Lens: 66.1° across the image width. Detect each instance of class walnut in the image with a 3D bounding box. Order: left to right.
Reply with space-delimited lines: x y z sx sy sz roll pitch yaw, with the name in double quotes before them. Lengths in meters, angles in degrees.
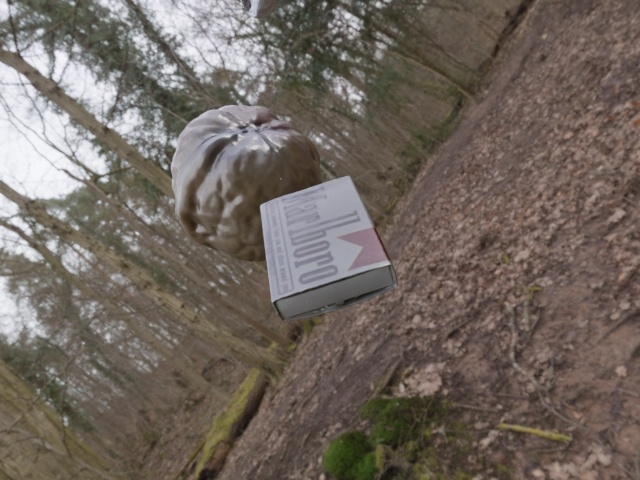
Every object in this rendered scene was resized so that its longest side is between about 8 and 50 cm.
"walnut" -0.120 -0.088 0.792 0.248 0.248 0.248 -55 -10 -15

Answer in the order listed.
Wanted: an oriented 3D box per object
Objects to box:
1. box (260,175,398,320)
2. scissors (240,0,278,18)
"box" 0.000 0.000 0.512 0.177 0.115 0.036 -106 -1 -54
"scissors" -0.034 -0.302 0.379 0.118 0.030 0.242 -8 -54 -35
